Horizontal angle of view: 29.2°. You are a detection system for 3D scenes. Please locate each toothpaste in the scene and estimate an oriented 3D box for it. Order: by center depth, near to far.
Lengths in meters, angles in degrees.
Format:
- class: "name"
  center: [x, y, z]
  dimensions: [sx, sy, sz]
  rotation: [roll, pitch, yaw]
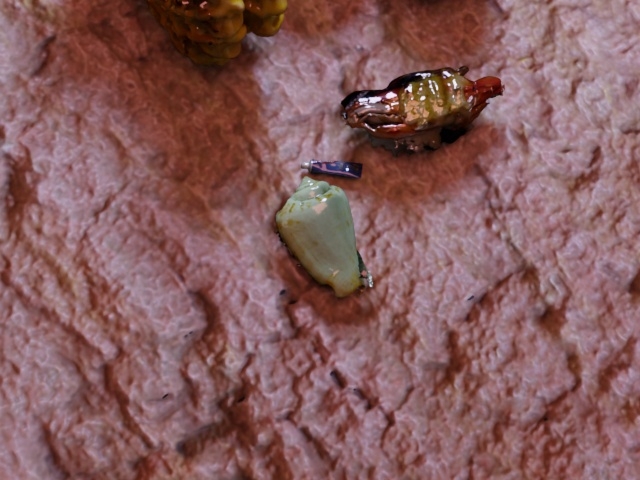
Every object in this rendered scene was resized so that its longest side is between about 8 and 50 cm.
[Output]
- class: "toothpaste"
  center: [0.015, -0.097, 1.649]
  dimensions: [0.083, 0.019, 0.027]
  rotation: [5, 50, -5]

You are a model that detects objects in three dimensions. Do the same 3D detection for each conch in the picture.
- class: "conch"
  center: [0.000, 0.000, 1.596]
  dimensions: [0.106, 0.079, 0.170]
  rotation: [-22, 84, 4]

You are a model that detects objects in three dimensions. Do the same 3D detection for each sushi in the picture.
- class: "sushi"
  center: [0.142, -0.169, 1.644]
  dimensions: [0.226, 0.103, 0.097]
  rotation: [-15, 50, -7]

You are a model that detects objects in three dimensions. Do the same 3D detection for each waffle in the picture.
- class: "waffle"
  center: [-0.183, -0.387, 1.583]
  dimensions: [0.151, 0.261, 0.324]
  rotation: [-33, 83, -21]
